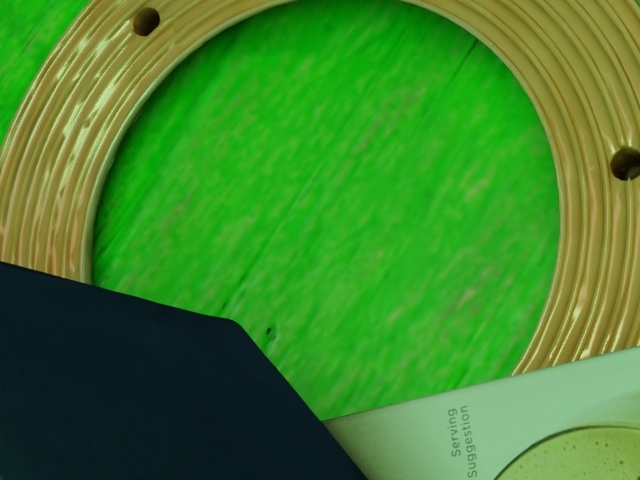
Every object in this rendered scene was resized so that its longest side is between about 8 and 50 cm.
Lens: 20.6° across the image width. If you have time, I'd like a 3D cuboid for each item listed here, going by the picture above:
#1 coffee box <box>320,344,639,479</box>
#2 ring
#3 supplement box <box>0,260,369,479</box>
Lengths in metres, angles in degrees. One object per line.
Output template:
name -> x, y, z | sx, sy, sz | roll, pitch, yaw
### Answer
coffee box -> 0.113, 0.127, 0.587 | 0.297, 0.119, 0.168 | -16, 71, 22
ring -> 0.000, 0.000, 0.761 | 0.337, 0.032, 0.336 | -6, 75, 22
supplement box -> -0.136, 0.200, 0.525 | 0.356, 0.194, 0.195 | -51, 56, 14
